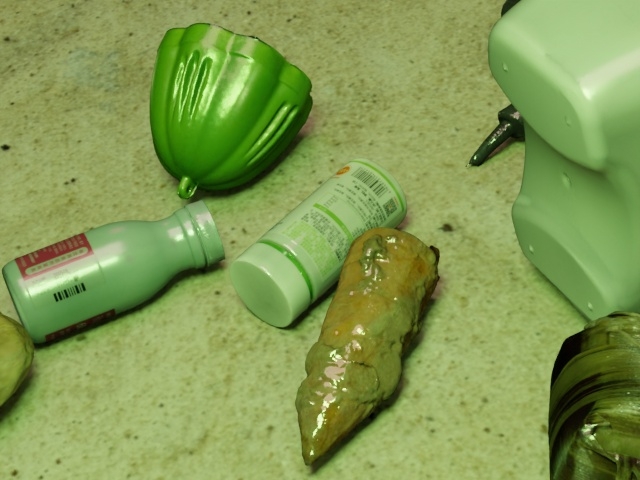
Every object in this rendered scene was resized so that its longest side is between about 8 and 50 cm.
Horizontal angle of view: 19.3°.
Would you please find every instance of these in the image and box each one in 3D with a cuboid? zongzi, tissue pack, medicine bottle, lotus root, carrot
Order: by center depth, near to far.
[{"bbox_3d":[0.333,0.170,1.565,0.288,0.134,0.286,9,24,3],"label":"zongzi"},{"bbox_3d":[0.306,-0.095,1.725,0.236,0.333,0.229,-26,42,-13],"label":"tissue pack"},{"bbox_3d":[0.032,0.106,1.769,0.102,0.102,0.263,8,48,23],"label":"carrot"},{"bbox_3d":[0.000,0.000,1.891,0.086,0.086,0.183,25,52,36],"label":"medicine bottle"},{"bbox_3d":[-0.209,0.028,1.912,0.217,0.090,0.090,-21,41,-11],"label":"medicine bottle"},{"bbox_3d":[-0.116,-0.117,2.019,0.186,0.186,0.186,-8,40,7],"label":"lotus root"}]

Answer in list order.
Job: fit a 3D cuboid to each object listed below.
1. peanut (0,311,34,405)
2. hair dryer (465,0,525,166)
[{"bbox_3d":[-0.394,0.113,1.850,0.197,0.110,0.233,-28,44,-18],"label":"peanut"},{"bbox_3d":[0.232,-0.180,2.050,0.272,0.091,0.235,-42,38,-25],"label":"hair dryer"}]
